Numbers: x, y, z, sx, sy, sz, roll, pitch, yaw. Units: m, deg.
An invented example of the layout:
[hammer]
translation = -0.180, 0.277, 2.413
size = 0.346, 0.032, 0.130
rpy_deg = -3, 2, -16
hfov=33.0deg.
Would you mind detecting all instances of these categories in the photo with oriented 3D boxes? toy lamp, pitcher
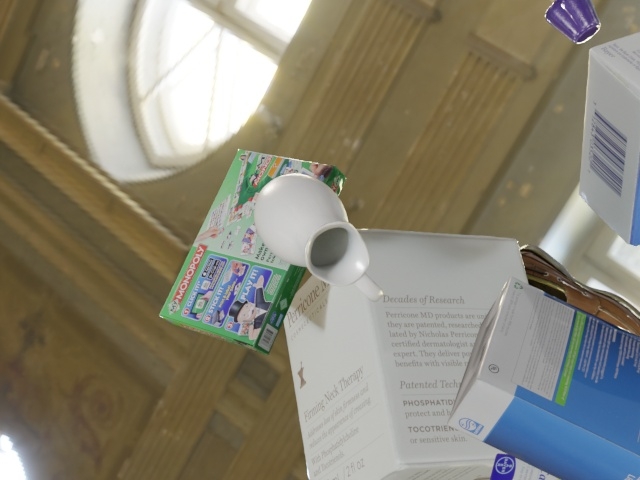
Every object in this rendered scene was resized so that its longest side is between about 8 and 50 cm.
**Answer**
[toy lamp]
translation = 0.354, -0.436, 1.736
size = 0.080, 0.080, 0.274
rpy_deg = -4, -120, -57
[pitcher]
translation = 0.000, 0.000, 1.543
size = 0.178, 0.125, 0.207
rpy_deg = 49, 176, -35

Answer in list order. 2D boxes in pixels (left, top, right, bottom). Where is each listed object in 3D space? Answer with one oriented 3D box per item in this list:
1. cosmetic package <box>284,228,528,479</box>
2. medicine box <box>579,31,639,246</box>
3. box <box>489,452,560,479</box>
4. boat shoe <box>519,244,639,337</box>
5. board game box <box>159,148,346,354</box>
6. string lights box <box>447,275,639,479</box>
[cosmetic package]
translation = 0.164, 0.231, 1.836
size = 0.327, 0.329, 0.393
rpy_deg = 2, -118, -25
[medicine box]
translation = 0.533, -0.170, 1.538
size = 0.289, 0.263, 0.149
rpy_deg = -19, -137, -12
[box]
translation = 0.242, 0.296, 1.122
size = 0.137, 0.126, 0.072
rpy_deg = -1, 142, 32
[boat shoe]
translation = 0.451, 0.130, 1.940
size = 0.307, 0.110, 0.104
rpy_deg = 33, -145, 21
[board game box]
translation = -0.110, 0.010, 1.753
size = 0.214, 0.317, 0.046
rpy_deg = 13, 163, 38
[string lights box]
translation = 0.254, 0.149, 0.928
size = 0.260, 0.076, 0.133
rpy_deg = 26, -135, 3
